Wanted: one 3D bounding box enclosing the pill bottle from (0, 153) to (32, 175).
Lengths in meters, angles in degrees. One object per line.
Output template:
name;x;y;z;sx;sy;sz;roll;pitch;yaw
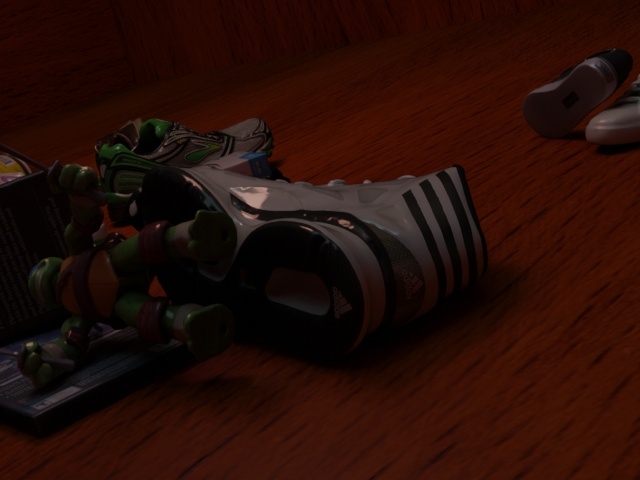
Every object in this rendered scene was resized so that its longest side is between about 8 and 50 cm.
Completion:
pill bottle;-0.662;-0.086;2.243;0.117;0.117;0.215;-6;17;32

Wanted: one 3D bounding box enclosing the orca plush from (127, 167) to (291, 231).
orca plush;-0.165;-0.026;1.645;0.287;0.102;0.151;2;-25;21

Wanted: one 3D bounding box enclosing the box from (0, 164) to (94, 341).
box;-0.369;0.022;1.373;0.203;0.168;0.167;-21;6;-9

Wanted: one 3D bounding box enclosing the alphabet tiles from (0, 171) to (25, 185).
alphabet tiles;-0.537;-0.045;1.911;0.278;0.021;0.284;-3;29;-22

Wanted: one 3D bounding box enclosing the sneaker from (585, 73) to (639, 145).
sneaker;0.462;-0.217;1.582;0.290;0.123;0.106;-25;19;-29

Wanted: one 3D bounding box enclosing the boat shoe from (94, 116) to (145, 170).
boat shoe;-0.385;-0.167;2.303;0.123;0.123;0.342;-32;18;-10

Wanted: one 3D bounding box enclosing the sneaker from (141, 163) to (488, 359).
sneaker;0.000;0.001;1.232;0.258;0.169;0.448;-14;19;-33

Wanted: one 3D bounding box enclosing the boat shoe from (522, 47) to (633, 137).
boat shoe;0.364;-0.213;1.635;0.076;0.080;0.228;-35;-5;-20

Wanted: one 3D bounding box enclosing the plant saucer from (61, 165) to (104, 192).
plant saucer;-0.513;-0.078;2.158;0.188;0.045;0.188;-27;29;-37

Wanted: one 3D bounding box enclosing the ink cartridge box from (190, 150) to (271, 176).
ink cartridge box;-0.178;-0.088;1.869;0.180;0.060;0.104;-23;17;-27

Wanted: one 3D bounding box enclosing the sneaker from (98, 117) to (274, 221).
sneaker;-0.221;-0.149;1.976;0.344;0.146;0.134;-25;17;-38

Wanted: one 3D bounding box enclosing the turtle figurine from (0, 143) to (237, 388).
turtle figurine;-0.228;0.035;1.101;0.266;0.274;0.197;-1;54;32

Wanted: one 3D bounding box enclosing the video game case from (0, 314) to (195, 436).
video game case;-0.268;0.130;1.212;0.196;0.026;0.274;-25;16;-34

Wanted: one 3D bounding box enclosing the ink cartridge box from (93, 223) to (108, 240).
ink cartridge box;-0.370;0.027;1.639;0.135;0.056;0.099;-14;14;8
